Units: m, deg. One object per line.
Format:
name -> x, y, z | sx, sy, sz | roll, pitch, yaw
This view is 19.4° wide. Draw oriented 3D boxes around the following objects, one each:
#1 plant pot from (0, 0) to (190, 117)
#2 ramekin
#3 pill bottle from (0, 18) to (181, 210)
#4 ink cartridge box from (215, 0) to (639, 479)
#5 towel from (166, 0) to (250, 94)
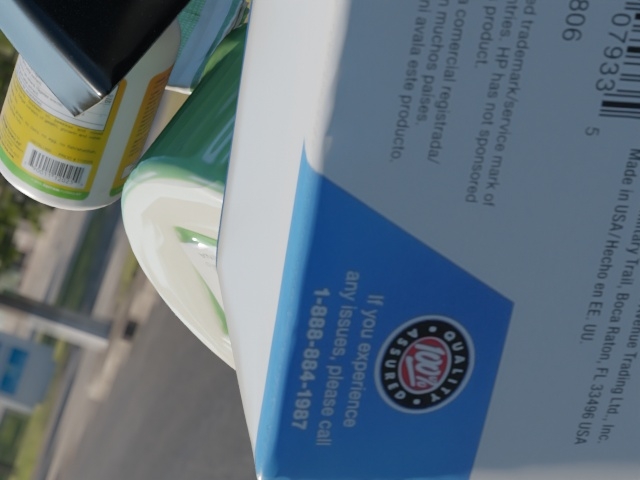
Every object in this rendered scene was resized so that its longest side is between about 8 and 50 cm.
plant pot -> -0.173, -0.222, 1.395 | 0.188, 0.167, 0.187 | -49, 11, -9
ramekin -> 0.000, 0.000, 1.360 | 0.148, 0.303, 0.303 | -50, -1, -26
pill bottle -> -0.206, -0.160, 1.706 | 0.136, 0.136, 0.246 | -82, 13, -53
ink cartridge box -> 0.173, -0.054, 0.756 | 0.166, 0.394, 0.286 | -107, 23, -57
towel -> -0.158, -0.208, 1.833 | 0.113, 0.152, 0.023 | -65, -21, -18
